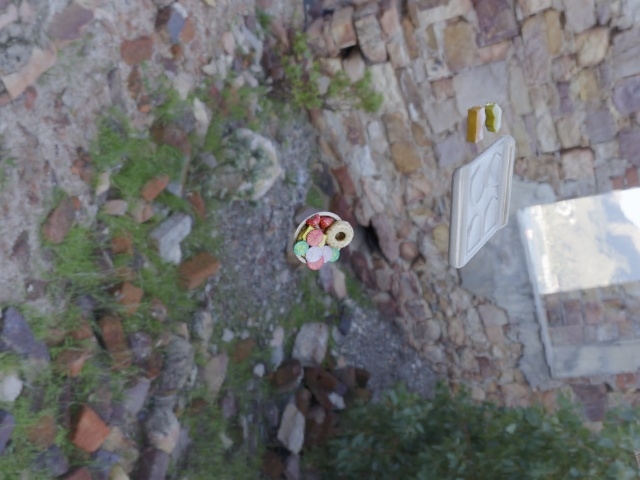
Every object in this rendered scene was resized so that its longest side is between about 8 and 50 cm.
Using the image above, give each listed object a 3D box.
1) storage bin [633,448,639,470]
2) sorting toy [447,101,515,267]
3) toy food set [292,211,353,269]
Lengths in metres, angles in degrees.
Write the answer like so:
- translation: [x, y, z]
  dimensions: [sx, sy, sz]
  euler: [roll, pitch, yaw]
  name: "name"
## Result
- translation: [0.712, 0.448, 1.102]
  dimensions: [0.123, 0.262, 0.261]
  euler: [23, 45, -25]
  name: "storage bin"
- translation: [0.311, -0.124, 1.283]
  dimensions: [0.229, 0.041, 0.308]
  euler: [-32, 128, -44]
  name: "sorting toy"
- translation: [0.000, 0.000, 0.909]
  dimensions: [0.083, 0.083, 0.020]
  euler: [29, 10, -37]
  name: "toy food set"
